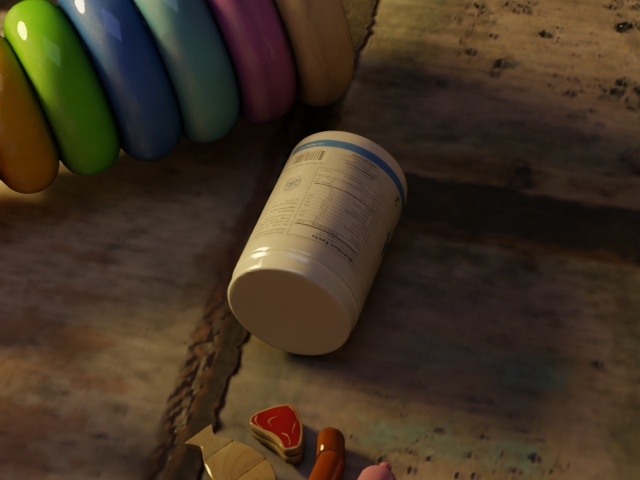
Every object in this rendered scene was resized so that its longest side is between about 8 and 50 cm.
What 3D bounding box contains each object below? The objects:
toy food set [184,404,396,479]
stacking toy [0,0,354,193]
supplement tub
[{"bbox_3d":[-0.004,0.121,0.855,0.078,0.019,0.122,-27,43,-20],"label":"toy food set"},{"bbox_3d":[-0.153,-0.079,0.992,0.330,0.141,0.141,-26,50,-10],"label":"stacking toy"},{"bbox_3d":[0.000,0.000,0.931,0.071,0.071,0.107,12,50,15],"label":"supplement tub"}]
